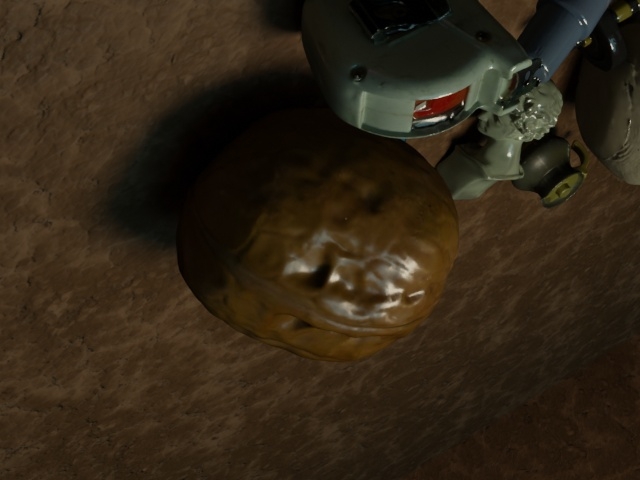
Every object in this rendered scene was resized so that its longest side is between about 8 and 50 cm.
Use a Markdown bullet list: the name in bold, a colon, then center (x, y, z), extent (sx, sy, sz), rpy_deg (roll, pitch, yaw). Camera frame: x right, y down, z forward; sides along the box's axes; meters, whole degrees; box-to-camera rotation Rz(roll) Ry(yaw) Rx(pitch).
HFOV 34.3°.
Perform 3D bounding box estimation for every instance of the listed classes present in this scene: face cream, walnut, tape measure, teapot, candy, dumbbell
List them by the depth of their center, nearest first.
- **tape measure**: center (0.111, -0.245, 1.293), extent (0.246, 0.243, 0.125), rpy_deg (-25, 151, -19)
- **walnut**: center (0.000, 0.000, 1.460), extent (0.397, 0.308, 0.354), rpy_deg (18, 137, -13)
- **face cream**: center (0.394, -0.384, 1.467), extent (0.385, 0.086, 0.136), rpy_deg (-53, 161, -15)
- **dumbbell**: center (0.482, -0.367, 1.616), extent (0.325, 0.143, 0.143), rpy_deg (-33, 153, -2)
- **candy**: center (0.558, -0.235, 1.774), extent (0.185, 0.296, 0.296), rpy_deg (-11, 148, -10)
- **teapot**: center (0.442, -0.138, 1.967), extent (0.165, 0.119, 0.130), rpy_deg (-23, 152, -22)

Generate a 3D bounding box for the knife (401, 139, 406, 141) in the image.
- **knife**: center (0.125, -0.198, 1.628), extent (0.044, 0.026, 0.297), rpy_deg (-22, 153, -17)

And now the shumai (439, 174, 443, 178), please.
- **shumai**: center (0.109, -0.047, 1.704), extent (0.166, 0.206, 0.175), rpy_deg (-46, 178, -15)

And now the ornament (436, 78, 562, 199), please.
- **ornament**: center (0.312, -0.170, 1.773), extent (0.130, 0.120, 0.285), rpy_deg (-17, 150, -34)
